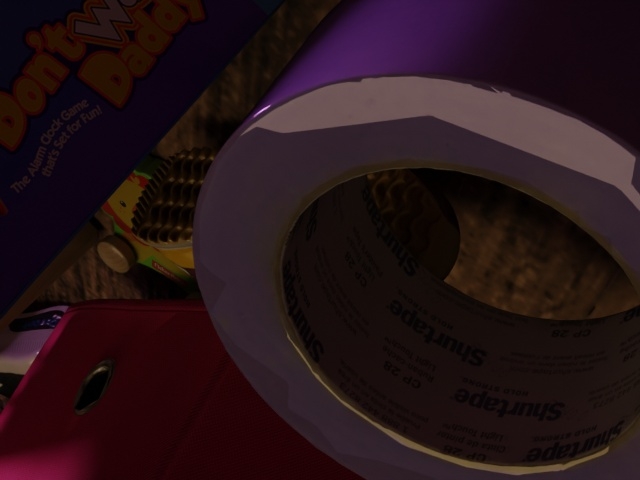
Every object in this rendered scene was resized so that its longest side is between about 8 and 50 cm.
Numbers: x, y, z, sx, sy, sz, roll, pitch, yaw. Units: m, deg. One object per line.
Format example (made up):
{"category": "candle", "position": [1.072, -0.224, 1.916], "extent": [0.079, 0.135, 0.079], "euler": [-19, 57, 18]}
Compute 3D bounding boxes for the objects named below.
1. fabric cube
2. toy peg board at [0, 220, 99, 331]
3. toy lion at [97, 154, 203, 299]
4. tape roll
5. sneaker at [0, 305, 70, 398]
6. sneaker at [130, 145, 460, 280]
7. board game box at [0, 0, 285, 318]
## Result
{"category": "fabric cube", "position": [-0.073, 0.210, 0.792], "extent": [0.259, 0.258, 0.254], "euler": [40, 158, -25]}
{"category": "toy peg board", "position": [-0.255, -0.011, 0.843], "extent": [0.160, 0.161, 0.079], "euler": [51, 167, -24]}
{"category": "toy lion", "position": [-0.087, -0.007, 0.763], "extent": [0.100, 0.034, 0.096], "euler": [33, 147, 12]}
{"category": "tape roll", "position": [0.058, 0.005, 0.456], "extent": [0.189, 0.080, 0.189], "euler": [16, 133, 17]}
{"category": "sneaker", "position": [-0.227, 0.114, 1.089], "extent": [0.217, 0.079, 0.121], "euler": [1, 134, 51]}
{"category": "sneaker", "position": [0.000, 0.000, 0.626], "extent": [0.185, 0.069, 0.084], "euler": [12, 161, 43]}
{"category": "board game box", "position": [-0.169, -0.019, 0.609], "extent": [0.078, 0.233, 0.347], "euler": [45, 154, -13]}
